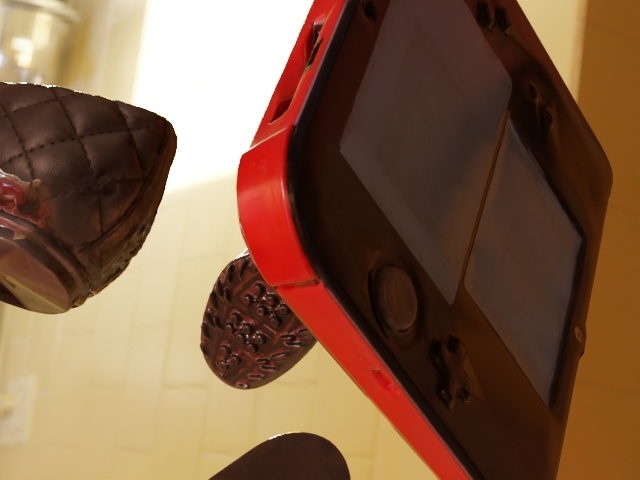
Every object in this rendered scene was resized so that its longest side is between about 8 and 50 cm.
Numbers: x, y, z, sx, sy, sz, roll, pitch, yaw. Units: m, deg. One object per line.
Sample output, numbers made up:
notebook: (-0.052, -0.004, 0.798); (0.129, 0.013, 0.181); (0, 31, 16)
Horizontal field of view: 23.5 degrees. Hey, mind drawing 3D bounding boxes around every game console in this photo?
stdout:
game console: (0.097, -0.034, 1.044); (0.060, 0.386, 0.342); (-19, 125, 35)

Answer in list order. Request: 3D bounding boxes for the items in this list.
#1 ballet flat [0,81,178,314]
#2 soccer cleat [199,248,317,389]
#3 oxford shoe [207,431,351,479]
ballet flat: (-0.110, -0.029, 0.380); (0.173, 0.049, 0.057); (22, 149, 25)
soccer cleat: (0.000, 0.000, 1.365); (0.109, 0.318, 0.116); (36, -155, 14)
oxford shoe: (-0.076, 0.173, 0.757); (0.212, 0.076, 0.076); (-24, 149, -6)
